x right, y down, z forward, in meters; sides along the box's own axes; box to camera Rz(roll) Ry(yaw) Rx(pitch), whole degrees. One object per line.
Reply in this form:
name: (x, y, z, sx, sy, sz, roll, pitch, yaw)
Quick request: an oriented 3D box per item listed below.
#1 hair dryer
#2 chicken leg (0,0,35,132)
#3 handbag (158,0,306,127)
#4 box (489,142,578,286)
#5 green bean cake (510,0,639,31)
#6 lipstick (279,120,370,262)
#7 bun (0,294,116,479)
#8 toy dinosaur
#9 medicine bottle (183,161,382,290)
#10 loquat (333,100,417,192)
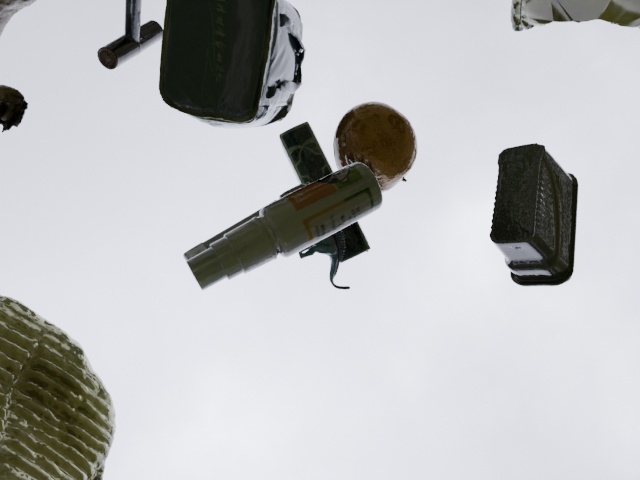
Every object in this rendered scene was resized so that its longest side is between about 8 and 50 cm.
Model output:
hair dryer: (-0.353, -0.447, 1.069, 0.050, 0.195, 0.173, 29, -138, -4)
chicken leg: (-0.528, -0.262, 0.822, 0.361, 0.211, 0.140, -25, -132, 19)
handbag: (-0.153, -0.335, 0.994, 0.222, 0.241, 0.263, 14, -78, 8)
box: (0.445, -0.054, 1.163, 0.178, 0.138, 0.274, 32, -118, -41)
green bean cake: (0.397, -0.388, 0.783, 0.236, 0.233, 0.124, 9, -106, 20)
lipstick: (0.006, -0.096, 1.106, 0.077, 0.076, 0.290, -26, -95, 0)
bun: (-0.250, 0.159, 0.400, 0.145, 0.229, 0.229, -35, -91, 15)
toy dinosaur: (0.000, 0.000, 0.894, 0.080, 0.045, 0.197, -20, -72, 0)
medicine bottle: (-0.045, -0.020, 0.609, 0.220, 0.092, 0.061, -28, -60, -15)
loquat: (0.085, -0.145, 0.865, 0.141, 0.141, 0.141, 2, -101, -12)
